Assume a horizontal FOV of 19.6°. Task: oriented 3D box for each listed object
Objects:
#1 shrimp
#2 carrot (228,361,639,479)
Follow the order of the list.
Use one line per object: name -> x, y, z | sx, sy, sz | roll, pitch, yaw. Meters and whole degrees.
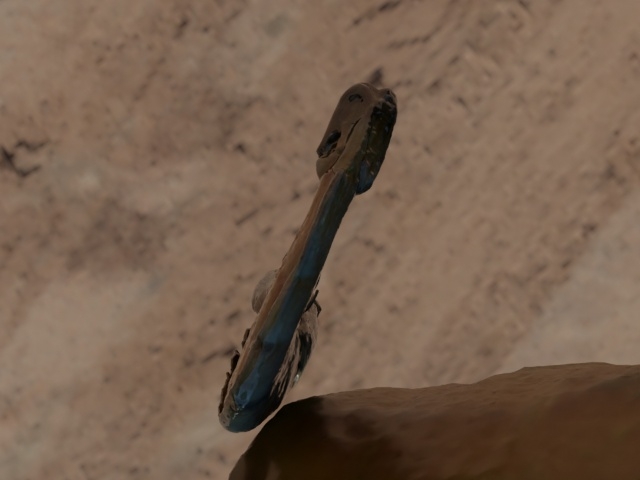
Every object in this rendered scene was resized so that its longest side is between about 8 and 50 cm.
shrimp -> -0.003, -0.001, 0.785 | 0.195, 0.035, 0.148 | -73, -177, -77
carrot -> 0.149, 0.161, 0.725 | 0.340, 0.242, 0.241 | -2, 160, 29
